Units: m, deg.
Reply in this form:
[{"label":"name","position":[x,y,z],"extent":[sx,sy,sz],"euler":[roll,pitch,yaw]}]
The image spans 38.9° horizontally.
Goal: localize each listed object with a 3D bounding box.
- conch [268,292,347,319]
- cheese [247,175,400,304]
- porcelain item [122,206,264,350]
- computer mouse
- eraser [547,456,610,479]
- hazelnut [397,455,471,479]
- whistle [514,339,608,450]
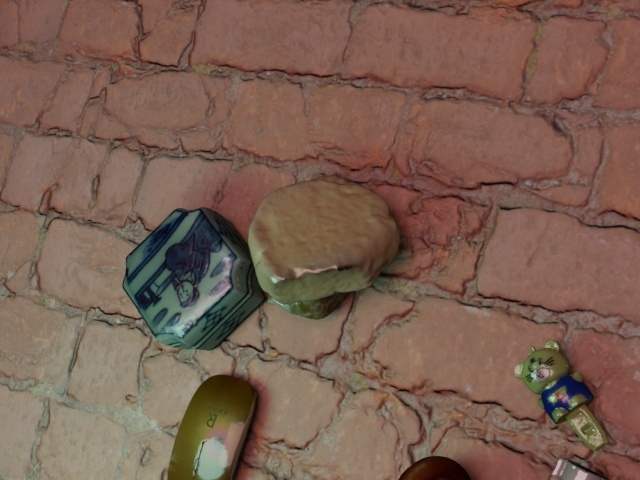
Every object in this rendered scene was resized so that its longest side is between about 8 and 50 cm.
[{"label":"conch","position":[-0.029,0.115,1.955],"extent":[0.173,0.116,0.105],"euler":[6,81,28]},{"label":"cheese","position":[0.000,0.000,1.906],"extent":[0.318,0.115,0.326],"euler":[20,56,26]},{"label":"porcelain item","position":[-0.291,0.085,2.065],"extent":[0.281,0.157,0.285],"euler":[-43,62,10]},{"label":"computer mouse","position":[-0.239,0.448,1.983],"extent":[0.158,0.072,0.310],"euler":[14,82,29]},{"label":"eraser","position":[0.448,0.556,1.621],"extent":[0.171,0.087,0.290],"euler":[24,87,27]},{"label":"hazelnut","position":[0.205,0.512,1.710],"extent":[0.178,0.178,0.203],"euler":[-3,105,24]},{"label":"whistle","position":[0.454,0.291,1.697],"extent":[0.105,0.085,0.227],"euler":[-42,62,19]}]
